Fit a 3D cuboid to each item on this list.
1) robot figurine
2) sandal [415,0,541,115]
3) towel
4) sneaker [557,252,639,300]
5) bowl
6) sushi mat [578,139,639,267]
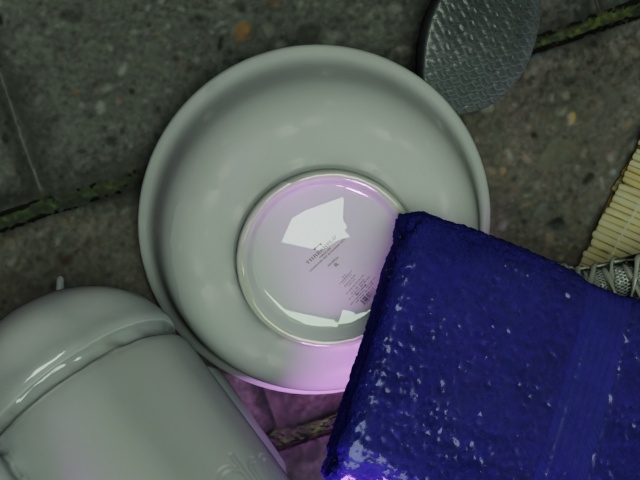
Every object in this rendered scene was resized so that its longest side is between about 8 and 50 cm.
[{"bbox_3d":[-0.151,0.179,1.497,0.353,0.300,0.200,51,122,16],"label":"robot figurine"},{"bbox_3d":[0.140,-0.225,1.623,0.097,0.054,0.254,16,88,-19],"label":"sandal"},{"bbox_3d":[0.163,0.131,1.484,0.308,0.076,0.227,23,74,-17],"label":"towel"},{"bbox_3d":[0.226,0.045,1.570,0.229,0.132,0.086,-15,70,16],"label":"sneaker"},{"bbox_3d":[0.000,0.000,1.546,0.298,0.134,0.298,-1,104,-4],"label":"bowl"},{"bbox_3d":[0.379,0.019,1.601,0.316,0.019,0.151,24,90,24],"label":"sushi mat"}]
